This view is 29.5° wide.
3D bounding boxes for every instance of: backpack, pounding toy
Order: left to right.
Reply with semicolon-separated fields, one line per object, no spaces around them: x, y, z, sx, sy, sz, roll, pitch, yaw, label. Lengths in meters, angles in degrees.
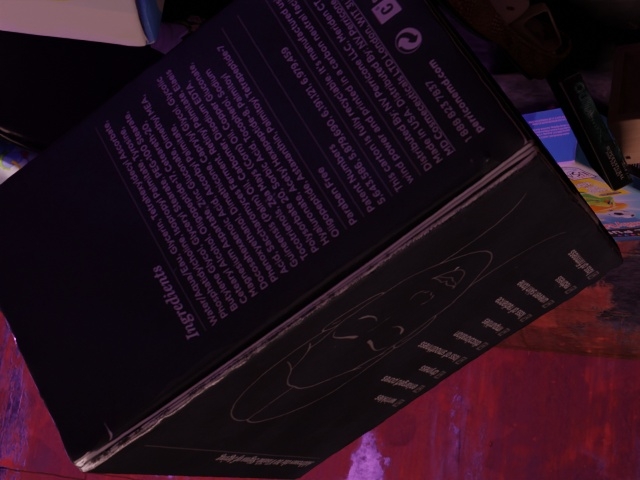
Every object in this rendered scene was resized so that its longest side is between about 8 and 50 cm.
-0.332;-0.116;1.342;0.290;0.273;0.355;23;170;-21;backpack
0.385;-0.153;1.283;0.130;0.141;0.100;-5;142;28;pounding toy

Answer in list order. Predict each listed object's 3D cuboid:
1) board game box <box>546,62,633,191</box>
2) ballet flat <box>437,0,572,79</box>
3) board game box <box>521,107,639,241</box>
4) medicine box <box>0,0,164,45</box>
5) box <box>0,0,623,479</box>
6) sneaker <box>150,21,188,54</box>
0.283;-0.126;1.298;0.026;0.126;0.186;-27;-172;10;board game box
0.191;-0.228;1.228;0.067;0.073;0.206;-32;149;26;ballet flat
0.354;-0.078;1.636;0.336;0.079;0.254;19;166;-36;board game box
-0.209;-0.287;0.714;0.263;0.289;0.149;8;166;1;medicine box
0.000;0.000;1.230;0.472;0.297;0.480;-37;158;11;box
-0.209;-0.195;1.483;0.121;0.099;0.262;4;167;-5;sneaker
